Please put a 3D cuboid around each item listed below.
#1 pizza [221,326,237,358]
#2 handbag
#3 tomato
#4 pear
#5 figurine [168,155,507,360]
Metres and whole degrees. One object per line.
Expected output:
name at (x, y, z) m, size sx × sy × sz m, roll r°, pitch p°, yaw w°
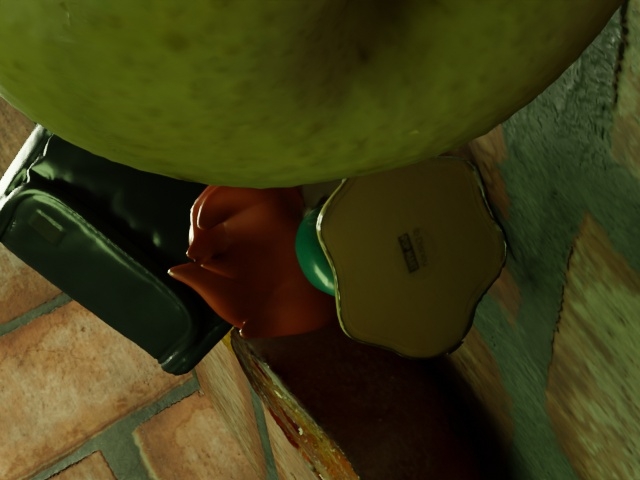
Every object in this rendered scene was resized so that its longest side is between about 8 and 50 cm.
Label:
pizza at (-0.091, 0.065, 1.900) m, size 0.278 × 0.114 × 0.409 m, roll 56°, pitch 165°, yaw 13°
handbag at (-0.191, -0.010, 1.587) m, size 0.302 × 0.275 × 0.178 m, roll 40°, pitch -170°, yaw -7°
tomato at (0.057, 0.192, 1.561) m, size 0.338 × 0.143 × 0.338 m, roll 53°, pitch 169°, yaw 15°
pear at (-0.018, -0.189, 0.610) m, size 0.348 × 0.348 × 0.348 m, roll 55°, pitch 166°, yaw 21°
figurine at (-0.001, -0.009, 1.229) m, size 0.181 × 0.208 × 0.257 m, roll 30°, pitch 174°, yaw -27°
